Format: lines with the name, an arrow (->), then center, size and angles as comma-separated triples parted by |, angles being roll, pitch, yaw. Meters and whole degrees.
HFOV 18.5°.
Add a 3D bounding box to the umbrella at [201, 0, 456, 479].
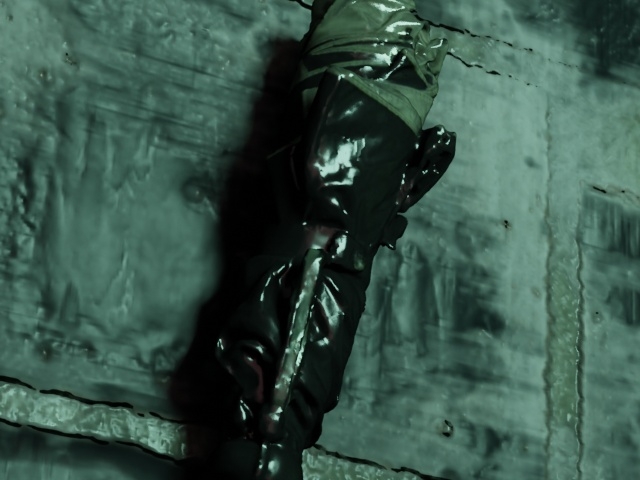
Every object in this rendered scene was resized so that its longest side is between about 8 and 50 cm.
umbrella -> 0.006, 0.002, 1.222 | 0.113, 0.106, 0.358 | 28, 60, -23
